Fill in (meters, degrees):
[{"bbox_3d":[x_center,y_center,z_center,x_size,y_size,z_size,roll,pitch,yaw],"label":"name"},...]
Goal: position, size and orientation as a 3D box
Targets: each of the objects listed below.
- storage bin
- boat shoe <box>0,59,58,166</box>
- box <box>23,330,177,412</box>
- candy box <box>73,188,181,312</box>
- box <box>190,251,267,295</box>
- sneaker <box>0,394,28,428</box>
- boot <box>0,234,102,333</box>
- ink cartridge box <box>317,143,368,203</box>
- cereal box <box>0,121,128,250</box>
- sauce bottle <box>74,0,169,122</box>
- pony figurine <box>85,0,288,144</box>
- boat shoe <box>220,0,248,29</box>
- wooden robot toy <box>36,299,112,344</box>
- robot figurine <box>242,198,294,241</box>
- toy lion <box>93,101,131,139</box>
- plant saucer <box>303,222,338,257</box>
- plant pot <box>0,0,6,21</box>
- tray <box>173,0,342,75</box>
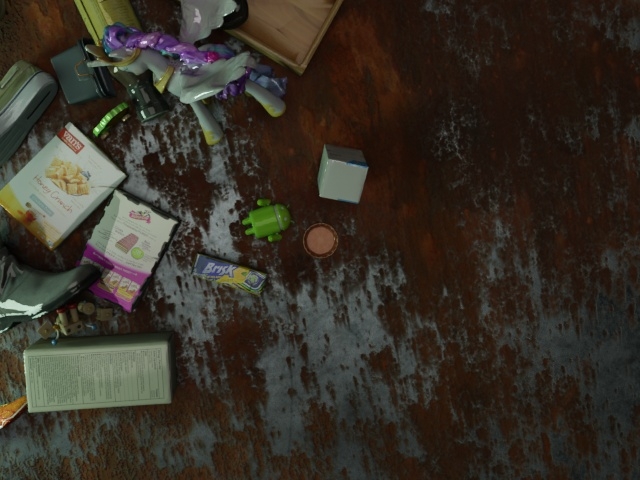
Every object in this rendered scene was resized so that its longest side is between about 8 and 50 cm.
[{"bbox_3d":[-0.522,-0.360,1.530,0.091,0.098,0.135,-20,98,7],"label":"storage bin"},{"bbox_3d":[-0.698,-0.256,1.524,0.094,0.109,0.302,37,82,7],"label":"boat shoe"},{"bbox_3d":[-0.487,0.292,1.580,0.311,0.121,0.148,-1,95,-6],"label":"box"},{"bbox_3d":[-0.438,0.021,1.582,0.159,0.071,0.233,29,93,-6],"label":"candy box"},{"bbox_3d":[-0.211,0.075,1.618,0.168,0.059,0.054,17,92,-8],"label":"box"},{"bbox_3d":[-0.739,0.401,1.597,0.175,0.064,0.067,-34,88,-4],"label":"sneaker"},{"bbox_3d":[-0.652,0.063,1.502,0.338,0.118,0.223,-23,99,16],"label":"boot"},{"bbox_3d":[0.047,-0.155,1.587,0.092,0.143,0.090,10,112,-7],"label":"ink cartridge box"},{"bbox_3d":[-0.575,-0.120,1.566,0.173,0.047,0.240,44,90,-8],"label":"cereal box"},{"bbox_3d":[-0.431,-0.426,1.520,0.111,0.111,0.344,-23,99,-3],"label":"sauce bottle"},{"bbox_3d":[-0.231,-0.350,1.403,0.351,0.363,0.303,-17,64,29],"label":"pony figurine"},{"bbox_3d":[-0.270,-0.596,1.435,0.132,0.130,0.355,-34,98,-1],"label":"boat shoe"},{"bbox_3d":[-0.563,0.171,1.578,0.173,0.079,0.076,-21,110,-38],"label":"wooden robot toy"},{"bbox_3d":[-0.120,-0.045,1.611,0.115,0.067,0.101,-17,85,-4],"label":"robot figurine"},{"bbox_3d":[-0.459,-0.264,1.539,0.100,0.096,0.034,-41,98,0],"label":"toy lion"},{"bbox_3d":[0.000,0.000,1.655,0.083,0.013,0.084,-1,96,-7],"label":"plant saucer"},{"bbox_3d":[-0.851,-0.504,1.394,0.280,0.323,0.323,-27,98,14],"label":"plant pot"},{"bbox_3d":[-0.170,-0.559,1.552,0.410,0.076,0.203,29,92,-7],"label":"tray"}]
